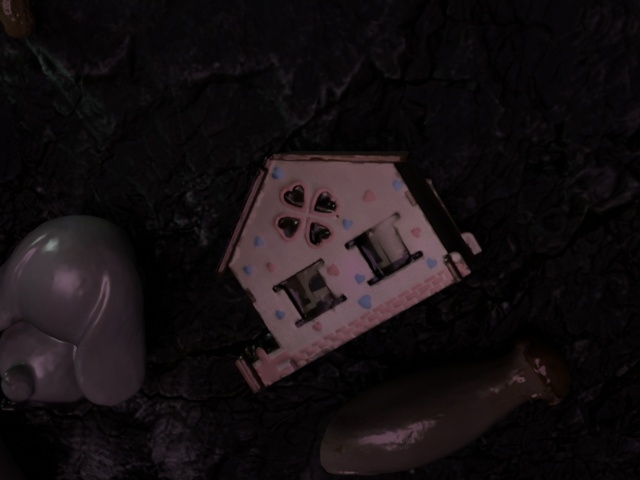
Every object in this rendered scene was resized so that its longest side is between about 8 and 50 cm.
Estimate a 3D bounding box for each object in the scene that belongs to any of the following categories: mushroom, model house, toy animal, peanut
[{"bbox_3d":[0.161,0.225,0.879,0.350,0.128,0.128,-25,104,8],"label":"mushroom"},{"bbox_3d":[0.000,0.000,0.817,0.326,0.169,0.244,-31,95,15],"label":"model house"},{"bbox_3d":[-0.357,0.100,0.886,0.249,0.174,0.289,5,111,5],"label":"toy animal"},{"bbox_3d":[-0.378,-0.309,0.811,0.054,0.054,0.113,12,113,4],"label":"peanut"}]

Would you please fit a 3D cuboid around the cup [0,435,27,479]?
[{"bbox_3d":[-0.582,0.360,0.989,0.253,0.253,0.274,-16,99,13],"label":"cup"}]
